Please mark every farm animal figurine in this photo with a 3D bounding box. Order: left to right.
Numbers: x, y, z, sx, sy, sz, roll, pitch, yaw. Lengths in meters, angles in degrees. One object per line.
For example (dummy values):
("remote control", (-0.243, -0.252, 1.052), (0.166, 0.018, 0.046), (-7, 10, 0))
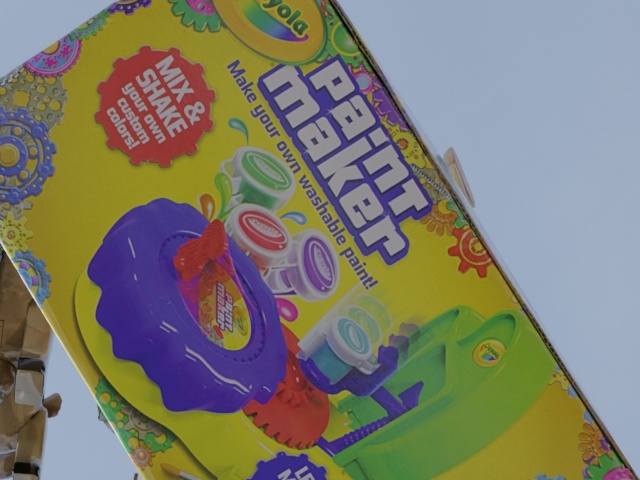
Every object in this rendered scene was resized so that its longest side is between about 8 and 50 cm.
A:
("farm animal figurine", (-0.267, 0.124, 1.352), (0.330, 0.327, 0.172), (20, -146, -14))

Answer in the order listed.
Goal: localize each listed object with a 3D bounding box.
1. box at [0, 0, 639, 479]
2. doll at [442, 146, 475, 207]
("box", (-0.001, 0.031, 0.878), (0.290, 0.177, 0.279), (58, -176, 6))
("doll", (0.000, 0.000, 1.124), (0.129, 0.189, 0.046), (-82, -31, -72))
